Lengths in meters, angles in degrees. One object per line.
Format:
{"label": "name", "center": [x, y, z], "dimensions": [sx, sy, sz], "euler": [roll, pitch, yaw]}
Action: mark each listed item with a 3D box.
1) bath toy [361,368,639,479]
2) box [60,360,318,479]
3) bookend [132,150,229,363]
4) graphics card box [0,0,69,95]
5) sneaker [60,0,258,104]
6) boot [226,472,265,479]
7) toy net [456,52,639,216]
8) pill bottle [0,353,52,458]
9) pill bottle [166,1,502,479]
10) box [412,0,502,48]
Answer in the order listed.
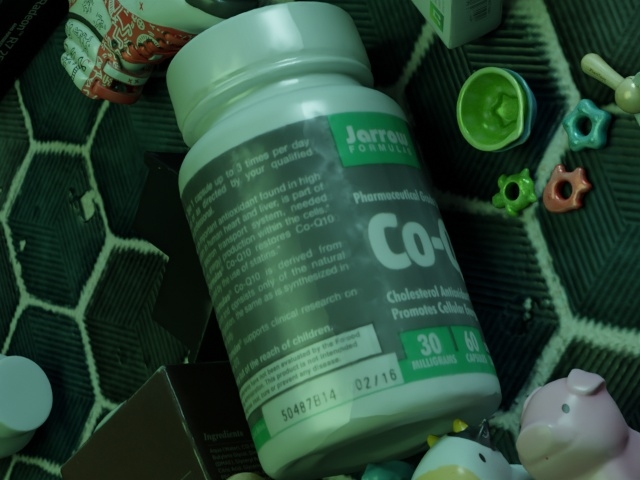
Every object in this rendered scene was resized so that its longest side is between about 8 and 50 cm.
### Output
{"label": "bath toy", "center": [0.185, 0.160, 1.189], "dimensions": [0.348, 0.151, 0.129], "euler": [-32, 57, 35]}
{"label": "box", "center": [-0.076, 0.316, 1.440], "dimensions": [0.191, 0.143, 0.381], "euler": [-44, 62, 35]}
{"label": "bookend", "center": [-0.118, 0.017, 1.529], "dimensions": [0.156, 0.072, 0.157], "euler": [33, 112, 41]}
{"label": "graphics card box", "center": [-0.357, -0.331, 1.756], "dimensions": [0.371, 0.094, 0.232], "euler": [-45, 60, 33]}
{"label": "sneaker", "center": [-0.162, -0.197, 1.568], "dimensions": [0.270, 0.090, 0.145], "euler": [25, 107, 45]}
{"label": "boot", "center": [-0.112, 0.338, 1.308], "dimensions": [0.211, 0.104, 0.295], "euler": [-8, 87, 43]}
{"label": "toy net", "center": [0.210, -0.089, 1.232], "dimensions": [0.232, 0.045, 0.122], "euler": [-11, 81, 43]}
{"label": "pill bottle", "center": [-0.389, 0.192, 1.758], "dimensions": [0.215, 0.117, 0.117], "euler": [-23, 73, 42]}
{"label": "pill bottle", "center": [0.000, 0.000, 1.325], "dimensions": [0.204, 0.204, 0.361], "euler": [-33, 68, 39]}
{"label": "box", "center": [0.047, -0.342, 1.299], "dimensions": [0.322, 0.058, 0.232], "euler": [56, 165, 28]}
